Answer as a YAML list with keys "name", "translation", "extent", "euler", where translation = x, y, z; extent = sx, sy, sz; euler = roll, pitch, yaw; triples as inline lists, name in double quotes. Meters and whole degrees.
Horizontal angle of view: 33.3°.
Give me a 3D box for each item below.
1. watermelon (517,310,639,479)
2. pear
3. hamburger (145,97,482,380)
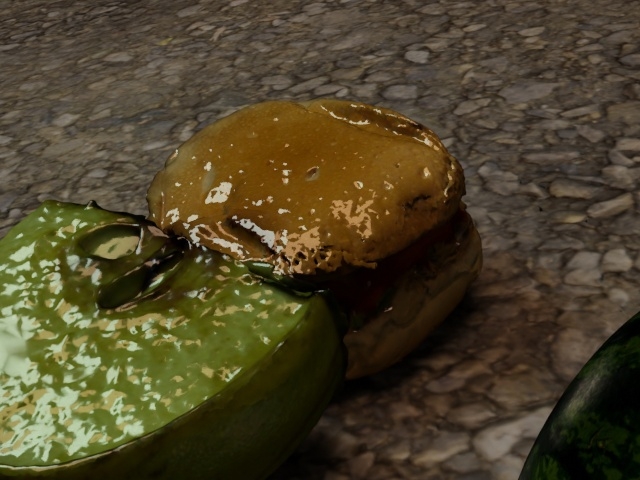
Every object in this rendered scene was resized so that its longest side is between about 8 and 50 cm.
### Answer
- name: "watermelon"
  translation: [0.202, 0.129, 0.425]
  extent: [0.269, 0.269, 0.269]
  euler: [-8, 29, 4]
- name: "pear"
  translation: [-0.137, 0.117, 0.651]
  extent: [0.238, 0.164, 0.255]
  euler: [18, 43, 24]
- name: "hamburger"
  translation: [0.000, 0.000, 0.813]
  extent: [0.244, 0.163, 0.244]
  euler: [-7, 36, 5]
